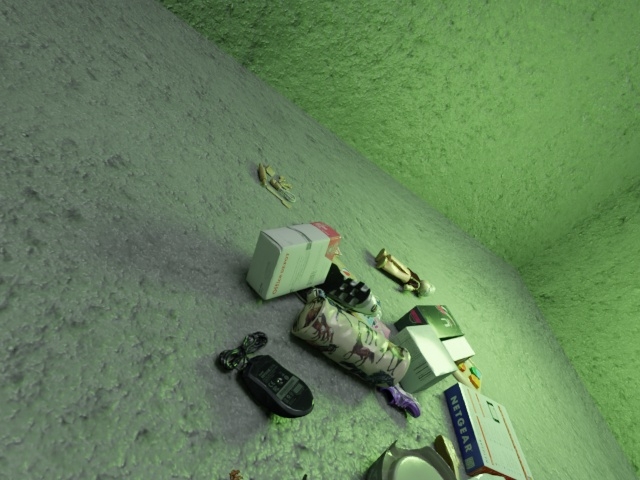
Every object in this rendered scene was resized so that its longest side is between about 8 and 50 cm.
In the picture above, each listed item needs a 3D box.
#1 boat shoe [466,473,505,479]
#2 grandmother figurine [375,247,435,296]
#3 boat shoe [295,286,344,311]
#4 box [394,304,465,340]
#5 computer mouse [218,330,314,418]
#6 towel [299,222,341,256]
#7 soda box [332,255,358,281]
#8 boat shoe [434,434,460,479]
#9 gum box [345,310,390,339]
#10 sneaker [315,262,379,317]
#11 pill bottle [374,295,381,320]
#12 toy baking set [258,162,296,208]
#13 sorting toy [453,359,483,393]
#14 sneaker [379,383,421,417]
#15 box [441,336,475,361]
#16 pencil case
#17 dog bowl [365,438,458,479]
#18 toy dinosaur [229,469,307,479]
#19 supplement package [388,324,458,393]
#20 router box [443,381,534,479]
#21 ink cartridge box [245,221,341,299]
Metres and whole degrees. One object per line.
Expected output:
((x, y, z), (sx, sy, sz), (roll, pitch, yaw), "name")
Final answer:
((0.531, 0.824, 1.368), (0.335, 0.121, 0.119), (22, 31, -38), "boat shoe")
((0.433, 0.181, 2.148), (0.343, 0.104, 0.207), (32, 39, -16), "grandmother figurine")
((-0.014, 0.200, 1.546), (0.233, 0.079, 0.084), (45, 28, 8), "boat shoe")
((0.478, 0.385, 1.875), (0.270, 0.143, 0.165), (8, 44, -48), "box")
((-0.136, 0.379, 1.158), (0.272, 0.072, 0.188), (39, 28, 16), "computer mouse")
((0.000, 0.000, 1.895), (0.197, 0.029, 0.144), (18, 37, -44), "towel")
((0.067, 0.124, 1.778), (0.181, 0.058, 0.061), (48, 28, 5), "soda box")
((0.432, 0.731, 1.426), (0.059, 0.063, 0.170), (26, 31, -20), "boat shoe")
((0.170, 0.323, 1.636), (0.188, 0.062, 0.107), (44, 27, -1), "gum box")
((0.088, 0.194, 1.598), (0.331, 0.122, 0.146), (32, -16, 50), "sneaker")
((0.213, 0.284, 1.741), (0.067, 0.067, 0.120), (34, 29, -19), "pill bottle")
((-0.198, -0.260, 1.980), (0.197, 0.030, 0.256), (26, 33, -31), "toy baking set")
((0.667, 0.589, 1.960), (0.193, 0.038, 0.208), (48, 28, 8), "sorting toy")
((0.268, 0.551, 1.476), (0.170, 0.068, 0.071), (40, 42, 10), "sneaker")
((0.541, 0.485, 1.814), (0.171, 0.130, 0.091), (0, 50, -40), "box")
((0.109, 0.334, 1.437), (0.410, 0.160, 0.183), (36, 45, -15), "pencil case")
((0.265, 0.727, 1.168), (0.349, 0.102, 0.348), (33, 29, -21), "dog bowl")
((-0.069, 0.605, 0.858), (0.218, 0.164, 0.321), (-28, 96, -45), "toy dinosaur")
((0.376, 0.450, 1.644), (0.194, 0.149, 0.203), (8, 44, -48), "supplement package")
((0.643, 0.755, 1.655), (0.301, 0.082, 0.335), (32, 30, -22), "router box")
((-0.087, 0.060, 1.437), (0.283, 0.207, 0.117), (-10, 40, -47), "ink cartridge box")
